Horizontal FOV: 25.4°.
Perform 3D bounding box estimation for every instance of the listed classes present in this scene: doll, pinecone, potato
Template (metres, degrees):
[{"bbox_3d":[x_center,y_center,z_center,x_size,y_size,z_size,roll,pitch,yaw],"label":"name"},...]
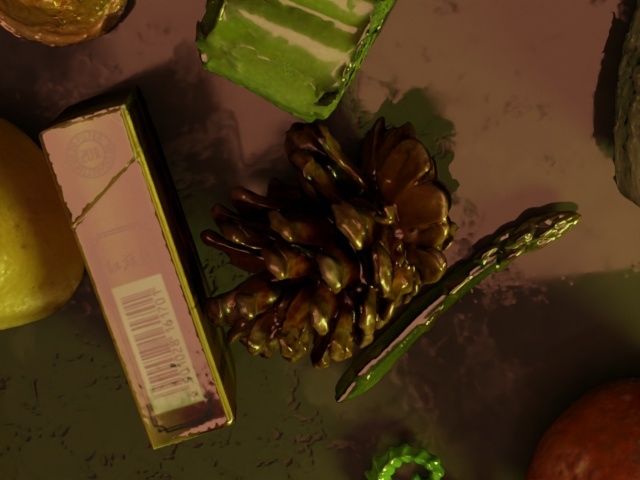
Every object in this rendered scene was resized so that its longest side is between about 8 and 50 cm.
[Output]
[{"bbox_3d":[0.120,0.227,1.121,0.190,0.050,0.115,25,109,1],"label":"doll"},{"bbox_3d":[0.004,0.002,1.003,0.150,0.179,0.195,45,79,-5],"label":"pinecone"},{"bbox_3d":[-0.298,0.000,1.023,0.203,0.158,0.178,32,118,18],"label":"potato"}]

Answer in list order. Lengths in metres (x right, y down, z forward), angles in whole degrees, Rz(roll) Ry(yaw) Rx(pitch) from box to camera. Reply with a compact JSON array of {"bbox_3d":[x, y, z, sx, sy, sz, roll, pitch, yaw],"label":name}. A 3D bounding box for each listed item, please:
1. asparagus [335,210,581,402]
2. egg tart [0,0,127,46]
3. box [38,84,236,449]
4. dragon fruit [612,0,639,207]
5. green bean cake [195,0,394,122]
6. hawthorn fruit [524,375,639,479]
[{"bbox_3d":[0.099,0.045,1.086,0.236,0.027,0.034,-40,77,13],"label":"asparagus"},{"bbox_3d":[-0.200,-0.202,1.043,0.129,0.049,0.128,2,106,7],"label":"egg tart"},{"bbox_3d":[-0.128,0.013,1.036,0.071,0.159,0.240,-18,101,2],"label":"box"},{"bbox_3d":[0.340,-0.120,0.930,0.283,0.204,0.221,1,104,5],"label":"dragon fruit"},{"bbox_3d":[0.001,-0.191,0.944,0.113,0.200,0.214,23,95,-4],"label":"green bean cake"},{"bbox_3d":[0.234,0.190,1.040,0.173,0.173,0.172,1,104,5],"label":"hawthorn fruit"}]
